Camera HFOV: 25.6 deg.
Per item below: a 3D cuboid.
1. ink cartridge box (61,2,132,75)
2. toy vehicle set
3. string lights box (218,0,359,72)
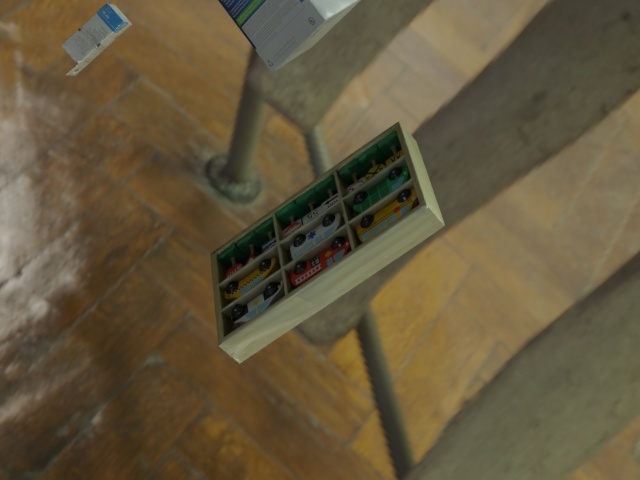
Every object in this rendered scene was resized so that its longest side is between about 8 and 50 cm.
[{"bbox_3d":[-0.240,-0.210,1.475,0.028,0.083,0.048,48,5,-2],"label":"ink cartridge box"},{"bbox_3d":[0.000,0.000,1.498,0.035,0.267,0.166,46,17,-31],"label":"toy vehicle set"},{"bbox_3d":[-0.081,-0.337,1.607,0.077,0.133,0.259,-37,91,-36],"label":"string lights box"}]
